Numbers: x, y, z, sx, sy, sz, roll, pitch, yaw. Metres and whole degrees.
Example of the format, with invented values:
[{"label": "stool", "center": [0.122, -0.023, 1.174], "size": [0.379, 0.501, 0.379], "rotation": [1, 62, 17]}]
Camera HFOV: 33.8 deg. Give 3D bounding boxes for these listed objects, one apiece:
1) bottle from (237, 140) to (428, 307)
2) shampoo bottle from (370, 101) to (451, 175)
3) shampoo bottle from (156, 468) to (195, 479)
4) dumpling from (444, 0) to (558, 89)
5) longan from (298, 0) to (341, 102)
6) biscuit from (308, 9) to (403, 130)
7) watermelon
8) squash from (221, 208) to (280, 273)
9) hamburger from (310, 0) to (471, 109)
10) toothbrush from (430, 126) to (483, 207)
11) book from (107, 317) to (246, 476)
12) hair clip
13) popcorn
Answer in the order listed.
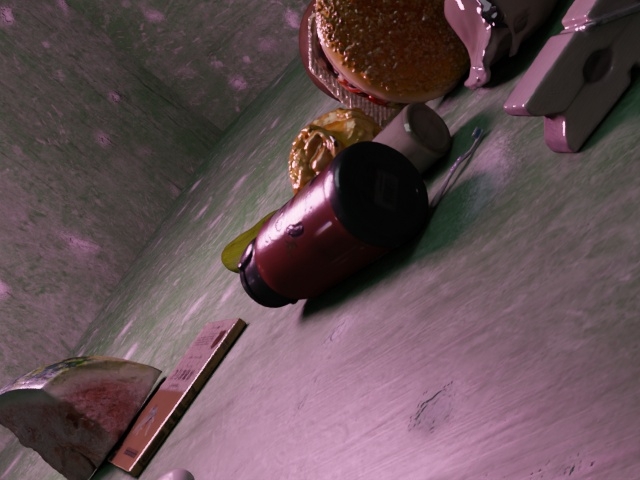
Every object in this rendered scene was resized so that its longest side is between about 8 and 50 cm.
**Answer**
[{"label": "bottle", "center": [0.000, 0.000, 1.448], "size": [0.336, 0.144, 0.144], "rotation": [-39, 17, 51]}, {"label": "shampoo bottle", "center": [0.081, -0.092, 1.535], "size": [0.234, 0.087, 0.118], "rotation": [-43, 13, 32]}, {"label": "shampoo bottle", "center": [-0.200, 0.367, 1.284], "size": [0.108, 0.051, 0.221], "rotation": [-47, 13, 12]}, {"label": "dumpling", "center": [0.246, -0.352, 1.554], "size": [0.204, 0.163, 0.292], "rotation": [-25, 40, 54]}, {"label": "longan", "center": [0.077, -0.379, 2.014], "size": [0.258, 0.258, 0.258], "rotation": [-47, 13, 15]}, {"label": "biscuit", "center": [0.070, -0.316, 1.853], "size": [0.150, 0.252, 0.052], "rotation": [-45, -13, 12]}, {"label": "watermelon", "center": [-0.446, 0.315, 1.962], "size": [0.193, 0.310, 0.231], "rotation": [-52, 43, 44]}, {"label": "squash", "center": [-0.100, 0.006, 1.895], "size": [0.082, 0.082, 0.292], "rotation": [-57, 13, -28]}, {"label": "hamburger", "center": [0.129, -0.363, 1.702], "size": [0.302, 0.302, 0.170], "rotation": [-51, 11, 0]}, {"label": "toothbrush", "center": [0.178, -0.095, 1.378], "size": [0.131, 0.013, 0.011], "rotation": [-57, 9, -16]}, {"label": "book", "center": [-0.252, 0.265, 1.825], "size": [0.310, 0.021, 0.217], "rotation": [-55, 14, -17]}, {"label": "hair clip", "center": [0.325, -0.245, 1.109], "size": [0.330, 0.101, 0.085], "rotation": [-53, 17, -6]}, {"label": "popcorn", "center": [0.028, -0.127, 1.694], "size": [0.180, 0.170, 0.180], "rotation": [-10, 69, 26]}]
